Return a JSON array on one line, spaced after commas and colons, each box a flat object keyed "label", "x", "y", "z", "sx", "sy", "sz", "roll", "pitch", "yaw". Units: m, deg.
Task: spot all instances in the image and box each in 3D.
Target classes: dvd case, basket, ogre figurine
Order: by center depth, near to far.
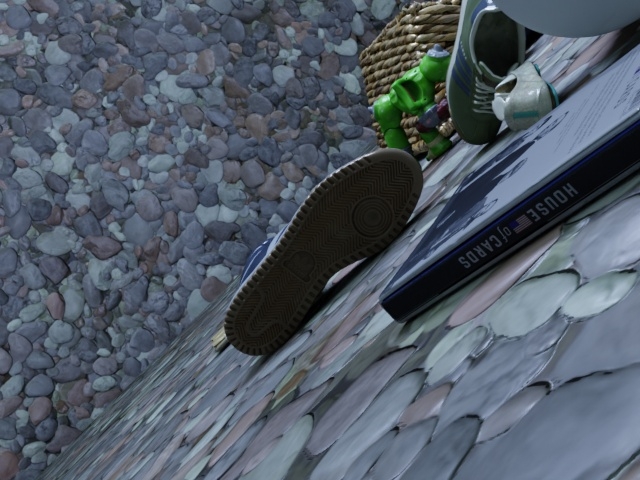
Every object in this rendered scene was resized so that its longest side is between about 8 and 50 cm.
[{"label": "dvd case", "x": 0.151, "y": -0.052, "z": 0.611, "sx": 0.238, "sy": 0.029, "sz": 0.179, "roll": -39, "pitch": 6, "yaw": 44}, {"label": "ogre figurine", "x": 0.152, "y": -0.184, "z": 1.266, "sx": 0.097, "sy": 0.118, "sz": 0.197, "roll": -48, "pitch": 6, "yaw": -40}, {"label": "basket", "x": 0.212, "y": -0.252, "z": 1.526, "sx": 0.213, "sy": 0.223, "sz": 0.299, "roll": -10, "pitch": -4, "yaw": -14}]

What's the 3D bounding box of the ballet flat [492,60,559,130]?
[{"label": "ballet flat", "x": 0.182, "y": -0.132, "z": 0.845, "sx": 0.052, "sy": 0.057, "sz": 0.168, "roll": -8, "pitch": 12, "yaw": 10}]

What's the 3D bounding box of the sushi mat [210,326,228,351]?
[{"label": "sushi mat", "x": -0.065, "y": 0.066, "z": 1.541, "sx": 0.316, "sy": 0.019, "sz": 0.151, "roll": -44, "pitch": 3, "yaw": -5}]

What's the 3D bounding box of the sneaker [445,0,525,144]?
[{"label": "sneaker", "x": 0.169, "y": -0.171, "z": 0.940, "sx": 0.086, "sy": 0.064, "sz": 0.192, "roll": -99, "pitch": 7, "yaw": -56}]

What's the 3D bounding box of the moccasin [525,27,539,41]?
[{"label": "moccasin", "x": 0.302, "y": -0.384, "z": 1.680, "sx": 0.117, "sy": 0.137, "sz": 0.342, "roll": -50, "pitch": 4, "yaw": -11}]

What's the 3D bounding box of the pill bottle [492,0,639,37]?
[{"label": "pill bottle", "x": 0.286, "y": -0.348, "z": 0.892, "sx": 0.224, "sy": 0.224, "sz": 0.392, "roll": -40, "pitch": 6, "yaw": 40}]

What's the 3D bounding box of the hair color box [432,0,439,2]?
[{"label": "hair color box", "x": 0.226, "y": -0.389, "z": 1.541, "sx": 0.072, "sy": 0.043, "sz": 0.141, "roll": -8, "pitch": -2, "yaw": 11}]

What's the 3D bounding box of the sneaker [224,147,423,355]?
[{"label": "sneaker", "x": 0.000, "y": 0.000, "z": 1.057, "sx": 0.282, "sy": 0.099, "sz": 0.153, "roll": -47, "pitch": 6, "yaw": 8}]
